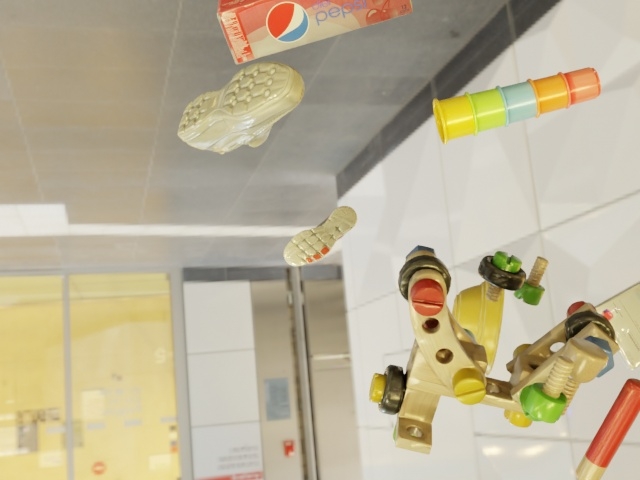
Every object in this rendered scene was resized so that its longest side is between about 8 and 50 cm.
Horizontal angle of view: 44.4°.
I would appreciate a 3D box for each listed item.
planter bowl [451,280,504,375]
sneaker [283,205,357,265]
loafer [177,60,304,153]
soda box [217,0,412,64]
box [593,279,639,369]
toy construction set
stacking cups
[{"bbox_3d":[0.320,0.167,1.639,0.091,0.217,0.217,9,171,7],"label":"planter bowl"},{"bbox_3d":[0.000,0.000,1.420,0.158,0.061,0.065,-34,175,-18],"label":"sneaker"},{"bbox_3d":[-0.122,-0.216,1.325,0.112,0.111,0.320,26,160,-33],"label":"loafer"},{"bbox_3d":[-0.010,-0.338,1.108,0.264,0.092,0.083,-14,128,7],"label":"soda box"},{"bbox_3d":[0.671,0.155,1.594,0.186,0.145,0.038,-31,173,2],"label":"box"},{"bbox_3d":[0.193,0.170,0.869,0.258,0.237,0.309,10,-159,-26],"label":"toy construction set"},{"bbox_3d":[0.385,-0.275,1.548,0.317,0.095,0.096,-15,169,1],"label":"stacking cups"}]
